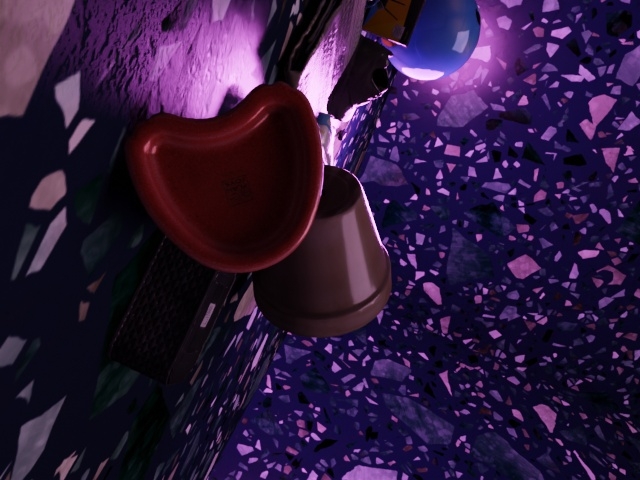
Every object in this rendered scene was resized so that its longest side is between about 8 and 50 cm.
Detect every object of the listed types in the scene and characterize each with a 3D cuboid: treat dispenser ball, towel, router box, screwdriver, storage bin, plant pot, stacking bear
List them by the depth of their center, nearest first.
[{"bbox_3d":[-0.093,-0.053,0.687,0.289,0.175,0.164,-166,-121,-83],"label":"stacking bear"},{"bbox_3d":[-0.182,0.085,0.780,0.122,0.084,0.180,84,31,-80],"label":"storage bin"},{"bbox_3d":[0.005,-0.345,1.091,0.312,0.056,0.324,-62,176,-17],"label":"towel"},{"bbox_3d":[0.000,0.000,1.318,0.323,0.323,0.281,-62,158,-44],"label":"plant pot"},{"bbox_3d":[0.169,-0.545,1.361,0.046,0.133,0.179,-50,163,-76],"label":"router box"},{"bbox_3d":[0.317,-0.614,1.755,0.288,0.288,0.288,23,90,-85],"label":"treat dispenser ball"},{"bbox_3d":[0.084,-0.366,1.963,0.025,0.024,0.170,-35,-162,36],"label":"screwdriver"}]

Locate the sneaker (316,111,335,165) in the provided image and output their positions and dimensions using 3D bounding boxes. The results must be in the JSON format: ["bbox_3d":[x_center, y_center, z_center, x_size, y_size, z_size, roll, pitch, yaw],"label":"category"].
[{"bbox_3d":[-0.002,-0.212,1.351,0.229,0.087,0.092,93,19,-82],"label":"sneaker"}]

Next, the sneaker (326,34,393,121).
[{"bbox_3d":[0.091,-0.361,1.418,0.286,0.130,0.109,104,8,-69],"label":"sneaker"}]

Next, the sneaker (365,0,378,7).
[{"bbox_3d":[0.113,-0.538,1.266,0.059,0.053,0.144,-64,174,-1],"label":"sneaker"}]
